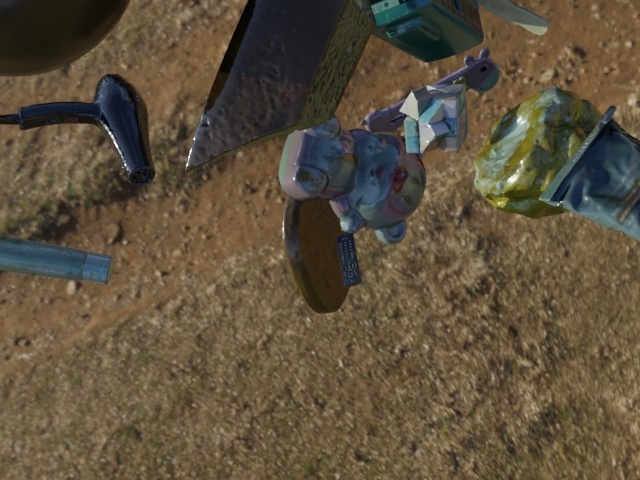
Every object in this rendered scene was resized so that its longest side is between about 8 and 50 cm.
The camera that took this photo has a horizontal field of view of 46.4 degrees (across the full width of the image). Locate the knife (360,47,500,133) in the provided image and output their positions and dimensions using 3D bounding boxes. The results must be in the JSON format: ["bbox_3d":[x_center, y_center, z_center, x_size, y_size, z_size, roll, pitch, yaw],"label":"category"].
[{"bbox_3d":[0.296,-0.376,1.983,0.398,0.132,0.038,-27,39,3],"label":"knife"}]

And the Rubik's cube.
[{"bbox_3d":[0.124,-0.136,0.837,0.073,0.084,0.075,4,105,23],"label":"Rubik's cube"}]

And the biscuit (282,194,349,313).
[{"bbox_3d":[-0.001,0.000,1.883,0.063,0.367,0.314,-3,42,24],"label":"biscuit"}]

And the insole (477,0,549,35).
[{"bbox_3d":[0.380,-0.475,1.528,0.192,0.063,0.010,29,71,-2],"label":"insole"}]

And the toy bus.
[{"bbox_3d":[0.093,-0.228,0.710,0.079,0.160,0.092,-14,83,29],"label":"toy bus"}]

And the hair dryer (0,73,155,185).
[{"bbox_3d":[-0.413,-0.180,1.236,0.271,0.091,0.236,-8,56,-26],"label":"hair dryer"}]

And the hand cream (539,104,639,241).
[{"bbox_3d":[0.260,-0.001,0.442,0.248,0.052,0.075,34,58,26],"label":"hand cream"}]

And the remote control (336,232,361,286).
[{"bbox_3d":[0.047,0.032,1.207,0.034,0.016,0.091,-16,62,14],"label":"remote control"}]

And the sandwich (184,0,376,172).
[{"bbox_3d":[-0.023,-0.160,0.612,0.096,0.094,0.258,27,103,9],"label":"sandwich"}]

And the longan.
[{"bbox_3d":[-0.229,-0.211,0.561,0.184,0.159,0.204,1,34,1],"label":"longan"}]

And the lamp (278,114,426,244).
[{"bbox_3d":[0.065,-0.136,1.563,0.247,0.301,0.247,170,114,-67],"label":"lamp"}]

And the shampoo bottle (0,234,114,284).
[{"bbox_3d":[-0.346,0.021,0.889,0.190,0.069,0.041,10,91,-8],"label":"shampoo bottle"}]

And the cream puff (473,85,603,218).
[{"bbox_3d":[0.593,-0.204,1.923,0.378,0.275,0.378,-50,19,25],"label":"cream puff"}]
